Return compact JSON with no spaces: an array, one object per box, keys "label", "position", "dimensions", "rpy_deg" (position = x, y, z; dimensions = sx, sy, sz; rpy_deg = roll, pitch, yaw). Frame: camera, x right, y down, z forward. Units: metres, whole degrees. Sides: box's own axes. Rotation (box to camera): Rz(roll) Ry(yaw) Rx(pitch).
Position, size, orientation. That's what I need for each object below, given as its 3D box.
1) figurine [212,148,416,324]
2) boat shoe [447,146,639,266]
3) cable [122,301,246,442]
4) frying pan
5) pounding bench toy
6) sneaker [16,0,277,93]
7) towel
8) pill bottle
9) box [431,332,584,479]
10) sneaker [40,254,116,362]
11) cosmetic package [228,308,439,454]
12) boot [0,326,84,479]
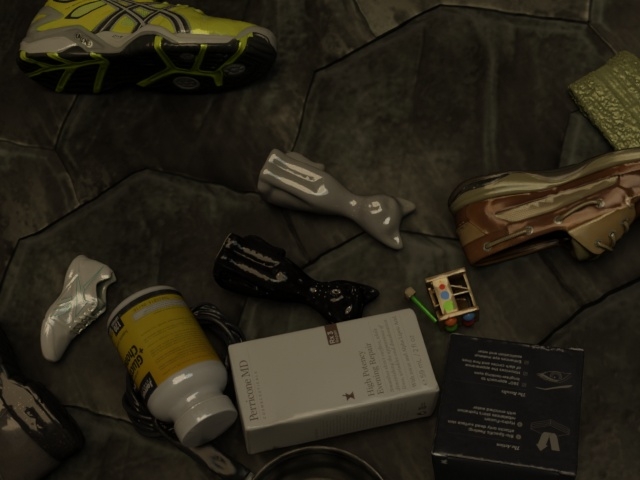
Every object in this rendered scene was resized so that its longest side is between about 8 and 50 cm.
[{"label":"figurine","position":[0.000,0.000,1.234],"dimensions":[0.209,0.092,0.214],"rpy_deg":[23,73,9]},{"label":"boat shoe","position":[0.326,-0.031,1.173],"dimensions":[0.324,0.122,0.119],"rpy_deg":[-10,73,15]},{"label":"cable","position":[-0.175,0.168,1.216],"dimensions":[0.151,0.047,0.184],"rpy_deg":[9,75,18]},{"label":"frying pan","position":[-0.067,0.332,1.120],"dimensions":[0.326,0.053,0.197],"rpy_deg":[9,70,11]},{"label":"pounding bench toy","position":[0.152,0.082,1.185],"dimensions":[0.083,0.052,0.065],"rpy_deg":[-17,67,3]},{"label":"sneaker","position":[-0.249,-0.302,1.356],"dimensions":[0.385,0.145,0.147],"rpy_deg":[4,70,10]},{"label":"towel","position":[0.410,-0.176,1.255],"dimensions":[0.110,0.027,0.148],"rpy_deg":[-32,68,-3]},{"label":"pill bottle","position":[-0.176,0.152,1.137],"dimensions":[0.103,0.103,0.184],"rpy_deg":[-33,63,-4]},{"label":"box","position":[0.216,0.204,1.087],"dimensions":[0.156,0.093,0.158],"rpy_deg":[6,55,13]},{"label":"sneaker","position":[-0.325,0.094,1.262],"dimensions":[0.061,0.053,0.152],"rpy_deg":[16,72,12]},{"label":"cosmetic package","position":[0.013,0.168,1.131],"dimensions":[0.231,0.085,0.117],"rpy_deg":[-11,57,-8]},{"label":"boot","position":[-0.483,0.206,1.189],"dimensions":[0.223,0.118,0.338],"rpy_deg":[-40,77,-6]}]
